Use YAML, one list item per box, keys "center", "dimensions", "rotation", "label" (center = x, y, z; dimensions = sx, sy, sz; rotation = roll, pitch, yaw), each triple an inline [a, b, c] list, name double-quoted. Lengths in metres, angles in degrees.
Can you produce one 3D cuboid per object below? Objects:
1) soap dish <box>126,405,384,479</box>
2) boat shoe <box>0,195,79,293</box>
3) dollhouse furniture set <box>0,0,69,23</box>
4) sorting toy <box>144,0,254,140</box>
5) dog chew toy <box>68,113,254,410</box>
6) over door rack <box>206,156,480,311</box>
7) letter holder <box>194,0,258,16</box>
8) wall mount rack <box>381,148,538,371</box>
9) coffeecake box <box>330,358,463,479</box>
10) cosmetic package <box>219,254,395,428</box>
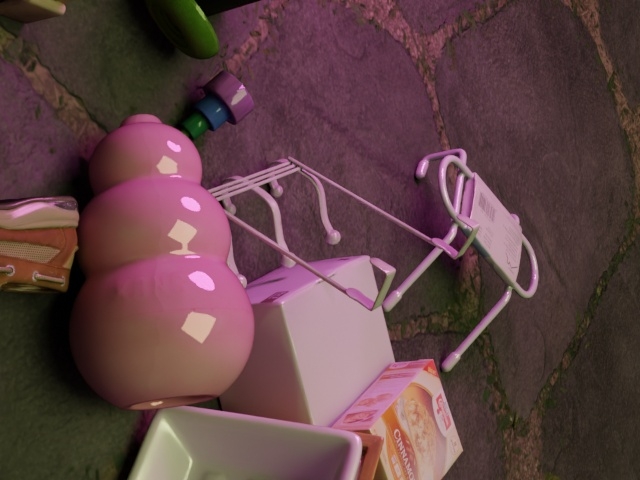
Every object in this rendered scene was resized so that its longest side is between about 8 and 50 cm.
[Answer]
- center: [-0.087, 0.318, 1.319]
  dimensions: [0.118, 0.290, 0.229]
  rotation: [68, 34, -51]
  label: "soap dish"
- center: [-0.361, 0.022, 1.128]
  dimensions: [0.324, 0.122, 0.120]
  rotation: [-7, 92, -52]
  label: "boat shoe"
- center: [-0.349, -0.413, 1.156]
  dimensions: [0.303, 0.198, 0.287]
  rotation: [13, 74, -51]
  label: "dollhouse furniture set"
- center: [-0.221, -0.263, 1.406]
  dimensions: [0.126, 0.127, 0.366]
  rotation: [-42, 124, -15]
  label: "sorting toy"
- center: [-0.187, 0.019, 1.301]
  dimensions: [0.206, 0.206, 0.332]
  rotation: [9, 69, -52]
  label: "dog chew toy"
- center: [0.000, 0.000, 1.464]
  dimensions: [0.239, 0.324, 0.108]
  rotation: [-26, 131, -53]
  label: "over door rack"
- center: [-0.039, -0.404, 1.475]
  dimensions: [0.214, 0.301, 0.152]
  rotation: [-36, 112, -50]
  label: "letter holder"
- center: [0.231, 0.031, 1.911]
  dimensions: [0.350, 0.130, 0.304]
  rotation: [44, 47, -39]
  label: "wall mount rack"
- center: [0.100, 0.259, 1.480]
  dimensions: [0.185, 0.068, 0.142]
  rotation: [-38, 113, -52]
  label: "coffeecake box"
- center: [-0.003, 0.232, 1.536]
  dimensions: [0.217, 0.156, 0.385]
  rotation: [-23, 101, -52]
  label: "cosmetic package"
